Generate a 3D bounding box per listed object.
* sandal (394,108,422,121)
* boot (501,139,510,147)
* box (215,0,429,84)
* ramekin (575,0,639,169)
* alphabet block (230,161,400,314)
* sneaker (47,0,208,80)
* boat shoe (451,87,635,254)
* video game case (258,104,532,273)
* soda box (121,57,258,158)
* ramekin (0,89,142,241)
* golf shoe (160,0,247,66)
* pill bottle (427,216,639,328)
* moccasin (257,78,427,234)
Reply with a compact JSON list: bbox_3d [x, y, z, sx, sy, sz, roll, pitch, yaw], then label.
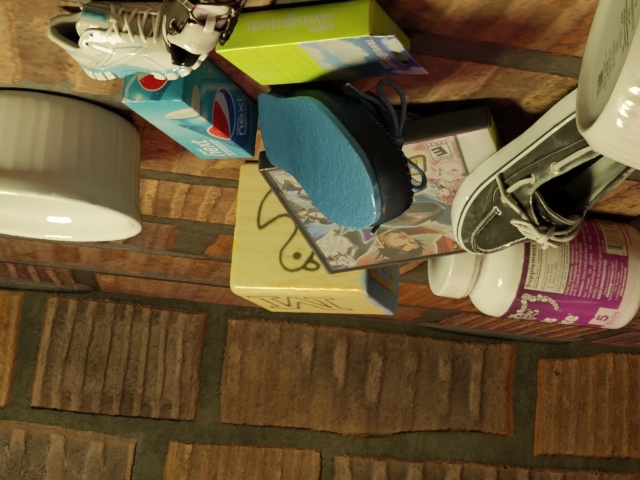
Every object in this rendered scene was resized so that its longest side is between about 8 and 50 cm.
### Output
[{"bbox_3d":[0.051,-0.122,1.386,0.180,0.049,0.072,-1,167,25],"label":"sandal"},{"bbox_3d":[0.218,-0.075,1.475,0.219,0.082,0.106,16,167,-37],"label":"boot"},{"bbox_3d":[0.004,-0.185,1.107,0.178,0.043,0.109,-1,168,23],"label":"box"},{"bbox_3d":[0.261,-0.142,0.839,0.109,0.207,0.207,14,168,-1],"label":"ramekin"},{"bbox_3d":[0.000,0.000,1.666,0.197,0.193,0.193,0,166,17],"label":"alphabet block"},{"bbox_3d":[-0.180,-0.193,1.091,0.190,0.071,0.083,-4,160,35],"label":"sneaker"},{"bbox_3d":[0.247,-0.047,1.283,0.113,0.105,0.306,17,143,-27],"label":"boat shoe"},{"bbox_3d":[0.097,-0.051,1.410,0.274,0.035,0.248,-10,146,17],"label":"video game case"},{"bbox_3d":[-0.137,-0.149,1.284,0.071,0.067,0.210,1,169,18],"label":"soda box"},{"bbox_3d":[-0.359,-0.092,1.489,0.277,0.135,0.277,4,169,1],"label":"ramekin"},{"bbox_3d":[-0.082,-0.200,0.948,0.077,0.094,0.198,9,166,-17],"label":"golf shoe"},{"bbox_3d":[0.323,0.038,1.770,0.301,0.169,0.169,7,168,-11],"label":"pill bottle"},{"bbox_3d":[0.030,-0.111,1.177,0.116,0.138,0.342,-11,-155,-15],"label":"moccasin"}]
